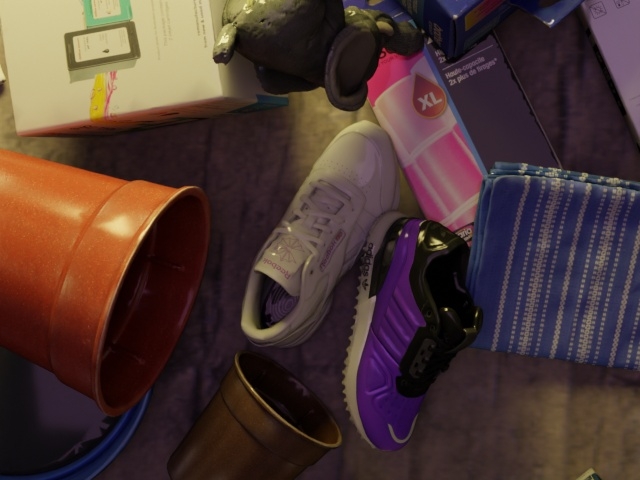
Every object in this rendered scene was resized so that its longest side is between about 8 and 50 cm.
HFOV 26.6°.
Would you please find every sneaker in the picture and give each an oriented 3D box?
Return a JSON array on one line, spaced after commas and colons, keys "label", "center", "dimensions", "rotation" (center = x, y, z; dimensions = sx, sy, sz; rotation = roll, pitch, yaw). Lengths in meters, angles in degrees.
[{"label": "sneaker", "center": [0.000, 0.000, 1.615], "dimensions": [0.114, 0.152, 0.305], "rotation": [28, 97, 15]}, {"label": "sneaker", "center": [0.117, 0.118, 1.600], "dimensions": [0.146, 0.102, 0.293], "rotation": [11, 102, 38]}]

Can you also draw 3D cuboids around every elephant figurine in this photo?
[{"label": "elephant figurine", "center": [0.006, -0.218, 1.512], "dimensions": [0.186, 0.169, 0.239], "rotation": [-30, 130, 12]}]

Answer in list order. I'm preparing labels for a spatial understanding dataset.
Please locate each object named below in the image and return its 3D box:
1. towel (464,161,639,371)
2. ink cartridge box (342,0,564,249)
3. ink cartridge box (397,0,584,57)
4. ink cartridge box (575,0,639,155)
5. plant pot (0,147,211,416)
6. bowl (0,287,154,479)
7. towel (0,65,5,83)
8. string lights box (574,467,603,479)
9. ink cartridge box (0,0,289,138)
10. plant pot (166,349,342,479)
[{"label": "towel", "center": [0.341, 0.043, 1.606], "dimensions": [0.336, 0.040, 0.243], "rotation": [8, 112, 1]}, {"label": "ink cartridge box", "center": [0.152, -0.177, 1.657], "dimensions": [0.175, 0.069, 0.371], "rotation": [-26, 86, 5]}, {"label": "ink cartridge box", "center": [0.169, -0.406, 1.571], "dimensions": [0.270, 0.151, 0.395], "rotation": [-40, 81, -3]}, {"label": "ink cartridge box", "center": [0.438, -0.190, 1.628], "dimensions": [0.165, 0.065, 0.333], "rotation": [-22, 87, 5]}, {"label": "plant pot", "center": [-0.301, 0.024, 1.535], "dimensions": [0.265, 0.272, 0.272], "rotation": [20, 92, 12]}, {"label": "bowl", "center": [-0.392, 0.136, 1.700], "dimensions": [0.391, 0.077, 0.391], "rotation": [0, 90, 6]}, {"label": "towel", "center": [-0.515, -0.226, 1.731], "dimensions": [0.197, 0.029, 0.144], "rotation": [-26, 89, 5]}, {"label": "string lights box", "center": [0.297, 0.350, 1.546], "dimensions": [0.133, 0.259, 0.077], "rotation": [-39, 87, 4]}, {"label": "ink cartridge box", "center": [-0.206, -0.236, 1.588], "dimensions": [0.270, 0.198, 0.197], "rotation": [-8, 91, 22]}, {"label": "plant pot", "center": [-0.087, 0.249, 1.638], "dimensions": [0.167, 0.167, 0.165], "rotation": [40, 101, 4]}]
